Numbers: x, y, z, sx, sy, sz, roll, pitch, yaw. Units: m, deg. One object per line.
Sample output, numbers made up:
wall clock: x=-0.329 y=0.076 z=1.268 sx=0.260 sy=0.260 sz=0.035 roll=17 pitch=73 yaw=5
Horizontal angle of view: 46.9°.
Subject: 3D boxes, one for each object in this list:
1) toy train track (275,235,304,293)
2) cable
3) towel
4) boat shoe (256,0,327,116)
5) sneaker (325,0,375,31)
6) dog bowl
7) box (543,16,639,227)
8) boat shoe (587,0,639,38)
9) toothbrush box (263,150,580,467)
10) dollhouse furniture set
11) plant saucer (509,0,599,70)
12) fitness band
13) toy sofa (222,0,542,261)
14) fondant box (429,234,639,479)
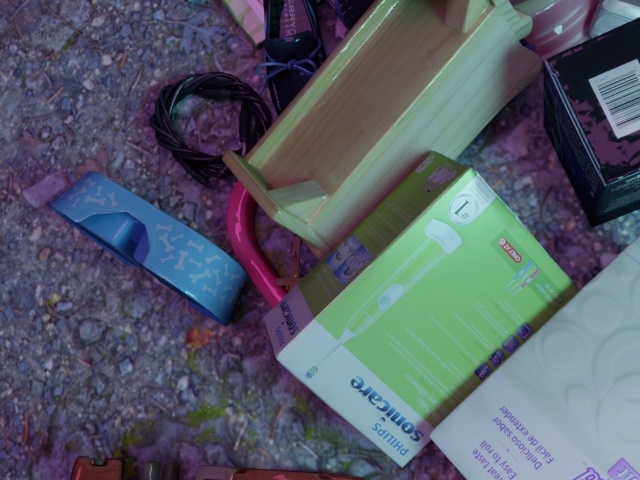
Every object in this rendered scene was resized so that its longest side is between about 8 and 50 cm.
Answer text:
toy train track: x=-0.031 y=0.036 z=0.940 sx=0.048 sy=0.014 sz=0.083 roll=-2 pitch=74 yaw=25
cable: x=-0.160 y=-0.173 z=1.053 sx=0.150 sy=0.047 sz=0.184 roll=-44 pitch=70 yaw=3
towel: x=-0.064 y=-0.365 z=1.067 sx=0.152 sy=0.023 sz=0.113 roll=-35 pitch=88 yaw=9
boat shoe: x=-0.047 y=-0.260 z=1.004 sx=0.109 sy=0.089 sz=0.258 roll=-15 pitch=86 yaw=10
sneaker: x=0.030 y=-0.343 z=1.019 sx=0.053 sy=0.059 sz=0.144 roll=-35 pitch=105 yaw=-4
dog bowl: x=-0.224 y=0.004 z=0.979 sx=0.297 sy=0.166 sz=0.074 roll=29 pitch=76 yaw=20
box: x=0.326 y=-0.119 z=0.816 sx=0.108 sy=0.207 sz=0.153 roll=-23 pitch=72 yaw=11
boat shoe: x=0.415 y=-0.237 z=0.893 sx=0.184 sy=0.066 sz=0.063 roll=21 pitch=122 yaw=1
toothbrush box: x=0.110 y=0.075 z=0.834 sx=0.283 sy=0.122 sz=0.206 roll=-46 pitch=109 yaw=2
dollhouse furniture set: x=-0.138 y=0.336 z=0.846 sx=0.374 sy=0.201 sz=0.152 roll=-1 pitch=71 yaw=17
plant saucer: x=0.226 y=-0.376 z=0.965 sx=0.332 sy=0.084 sz=0.332 roll=-4 pitch=77 yaw=16
fitness band: x=0.000 y=0.000 z=0.967 sx=0.209 sy=0.054 sz=0.291 roll=-39 pitch=70 yaw=5
toy sofa: x=0.073 y=-0.156 z=0.876 sx=0.362 sy=0.177 sz=0.150 roll=-49 pitch=47 yaw=8
fondant box: x=0.316 y=0.183 z=0.758 sx=0.330 sy=0.096 sz=0.238 roll=-44 pitch=60 yaw=3
